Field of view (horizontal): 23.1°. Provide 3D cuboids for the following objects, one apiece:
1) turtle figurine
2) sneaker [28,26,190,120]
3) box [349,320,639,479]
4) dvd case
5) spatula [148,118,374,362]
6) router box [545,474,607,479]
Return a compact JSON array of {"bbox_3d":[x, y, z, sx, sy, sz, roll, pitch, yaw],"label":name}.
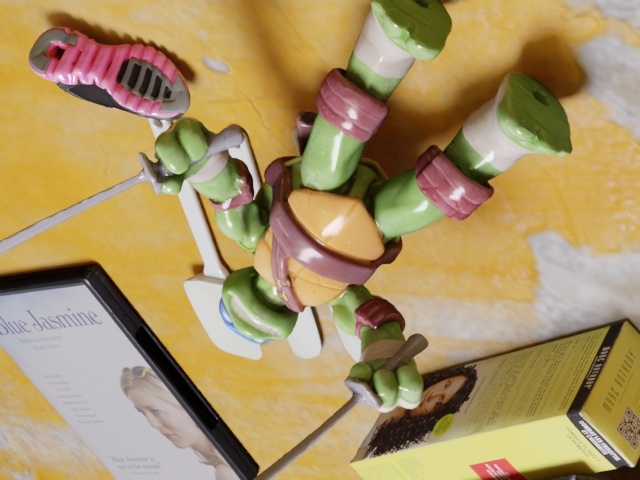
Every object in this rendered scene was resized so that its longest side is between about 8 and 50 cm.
[{"bbox_3d":[0.000,0.000,0.896,0.266,0.275,0.197,-49,63,30],"label":"turtle figurine"},{"bbox_3d":[-0.137,-0.106,1.055,0.119,0.047,0.057,22,162,19],"label":"sneaker"},{"bbox_3d":[0.125,0.124,1.070,0.058,0.087,0.232,47,141,-18],"label":"box"},{"bbox_3d":[-0.184,0.125,1.363,0.180,0.022,0.253,-8,127,43],"label":"dvd case"},{"bbox_3d":[-0.040,0.008,1.121,0.168,0.019,0.242,11,138,30],"label":"spatula"},{"bbox_3d":[0.187,0.201,1.070,0.179,0.046,0.133,15,156,-35],"label":"router box"}]
